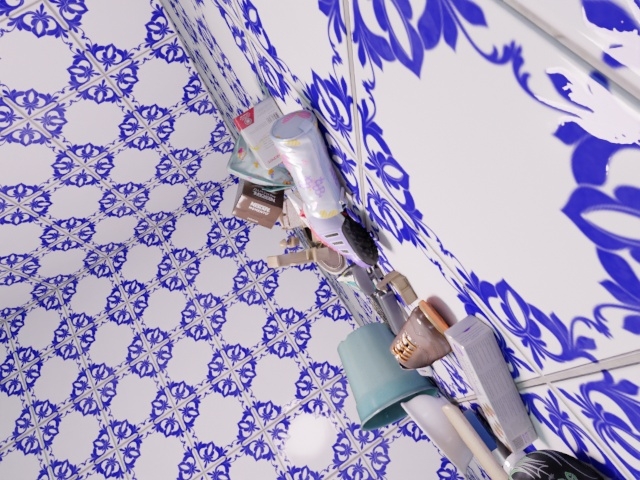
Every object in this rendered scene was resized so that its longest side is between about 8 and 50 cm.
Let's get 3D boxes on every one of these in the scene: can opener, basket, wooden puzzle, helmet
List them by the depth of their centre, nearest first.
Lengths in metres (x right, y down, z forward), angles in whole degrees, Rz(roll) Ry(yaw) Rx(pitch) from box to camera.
[{"bbox_3d":[0.393,0.434,0.698,0.161,0.169,0.169,10,136,59],"label":"helmet"},{"bbox_3d":[0.471,0.591,1.150,0.322,0.080,0.348,54,180,32],"label":"wooden puzzle"},{"bbox_3d":[0.186,0.190,1.337,0.284,0.095,0.076,64,173,-10],"label":"can opener"},{"bbox_3d":[-0.017,-0.106,1.370,0.113,0.103,0.167,61,173,-34],"label":"basket"}]

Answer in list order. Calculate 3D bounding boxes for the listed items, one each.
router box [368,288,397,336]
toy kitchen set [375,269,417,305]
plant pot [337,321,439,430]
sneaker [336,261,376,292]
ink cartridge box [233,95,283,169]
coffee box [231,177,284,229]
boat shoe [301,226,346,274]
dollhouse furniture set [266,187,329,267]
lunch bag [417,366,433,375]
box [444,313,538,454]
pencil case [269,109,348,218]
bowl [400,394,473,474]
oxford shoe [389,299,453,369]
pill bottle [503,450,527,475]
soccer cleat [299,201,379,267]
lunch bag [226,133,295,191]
[{"bbox_3d":[0.235,0.252,1.508,0.179,0.046,0.133,51,171,43],"label":"router box"},{"bbox_3d":[0.195,0.132,1.110,0.075,0.068,0.083,58,174,-13],"label":"toy kitchen set"},{"bbox_3d":[0.246,0.539,1.731,0.334,0.341,0.341,61,178,34],"label":"plant pot"},{"bbox_3d":[0.130,0.140,1.489,0.110,0.107,0.275,48,178,-2],"label":"sneaker"},{"bbox_3d":[-0.162,-0.320,1.284,0.176,0.128,0.127,59,174,-14],"label":"ink cartridge box"},{"bbox_3d":[-0.236,-0.204,1.675,0.168,0.119,0.297,20,-141,-20],"label":"coffee box"},{"bbox_3d":[0.000,0.000,1.751,0.324,0.116,0.097,59,179,33],"label":"boat shoe"},{"bbox_3d":[-0.128,-0.081,1.660,0.303,0.173,0.356,-8,90,63],"label":"dollhouse furniture set"},{"bbox_3d":[0.357,0.437,1.492,0.083,0.053,0.071,33,158,53],"label":"lunch bag"},{"bbox_3d":[0.337,0.287,0.822,0.324,0.067,0.063,58,173,-24],"label":"box"},{"bbox_3d":[-0.022,-0.175,1.017,0.124,0.113,0.273,42,165,45],"label":"pencil case"},{"bbox_3d":[0.432,0.643,1.473,0.298,0.134,0.298,46,176,5],"label":"bowl"},{"bbox_3d":[0.247,0.258,1.048,0.130,0.132,0.364,53,173,31],"label":"oxford shoe"},{"bbox_3d":[0.479,0.542,0.921,0.086,0.086,0.152,60,174,-30],"label":"pill bottle"},{"bbox_3d":[0.044,-0.021,1.138,0.108,0.116,0.318,15,-150,-44],"label":"soccer cleat"},{"bbox_3d":[-0.184,-0.257,1.476,0.262,0.160,0.223,20,-178,-18],"label":"lunch bag"}]
